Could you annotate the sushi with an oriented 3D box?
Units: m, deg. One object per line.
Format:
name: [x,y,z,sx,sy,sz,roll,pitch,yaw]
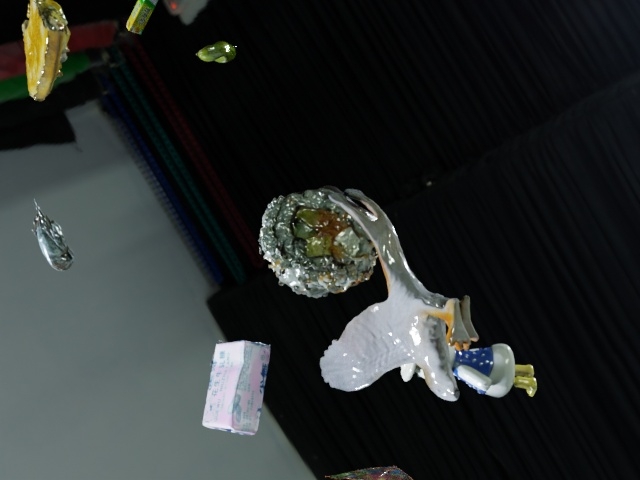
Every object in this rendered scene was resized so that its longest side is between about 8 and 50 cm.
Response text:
sushi: [-0.003,0.002,2.068,0.417,0.417,0.176,-32,-28,-32]

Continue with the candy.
candy: [-0.149,0.260,1.164,0.092,0.160,0.073,-11,-27,40]

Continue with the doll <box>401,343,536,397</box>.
doll: [0.263,0.234,1.249,0.138,0.293,0.119,-74,-2,-68]

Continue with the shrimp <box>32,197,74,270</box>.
shrimp: [-0.796,-0.017,1.928,0.090,0.233,0.079,-6,20,36]

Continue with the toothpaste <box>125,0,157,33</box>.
toothpaste: [-0.519,-0.698,1.940,0.043,0.037,0.178,8,-51,-46]

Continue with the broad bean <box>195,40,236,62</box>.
broad bean: [-0.235,-0.447,1.557,0.070,0.048,0.213,-5,15,11]

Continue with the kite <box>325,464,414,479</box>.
kite: [0.102,0.425,1.163,0.190,0.010,0.159,-6,-5,30]

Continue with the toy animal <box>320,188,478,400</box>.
toy animal: [0.125,0.066,0.930,0.225,0.284,0.302,-15,9,-23]

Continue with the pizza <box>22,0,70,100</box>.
pizza: [-0.693,-0.496,1.659,0.089,0.223,0.323,-4,-16,-32]
